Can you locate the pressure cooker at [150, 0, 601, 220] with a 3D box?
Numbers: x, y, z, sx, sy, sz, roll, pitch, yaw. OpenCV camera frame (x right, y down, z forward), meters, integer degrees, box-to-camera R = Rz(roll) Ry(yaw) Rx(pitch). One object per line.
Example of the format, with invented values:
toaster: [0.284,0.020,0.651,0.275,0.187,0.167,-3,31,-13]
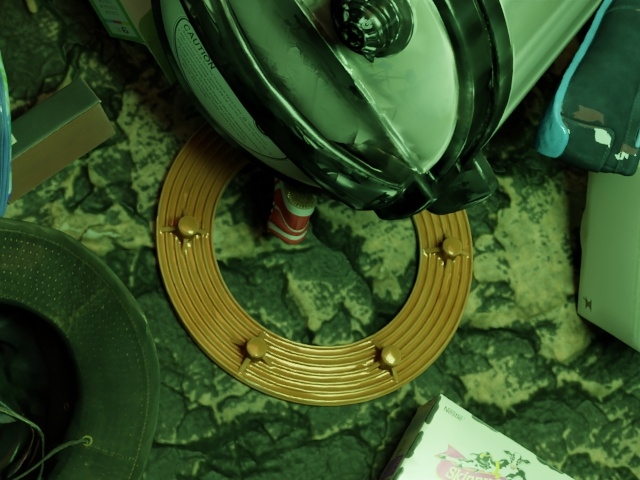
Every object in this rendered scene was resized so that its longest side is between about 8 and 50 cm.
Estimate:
pressure cooker: [0.046,-0.247,1.608,0.369,0.376,0.420,24,48,18]

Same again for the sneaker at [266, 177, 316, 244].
sneaker: [-0.031,-0.048,1.710,0.042,0.067,0.118,6,41,-12]

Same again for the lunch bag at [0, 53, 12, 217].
lunch bag: [-0.341,-0.133,1.583,0.090,0.176,0.219,-7,50,-19]

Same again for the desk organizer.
desk organizer: [-0.269,-0.097,1.677,0.130,0.050,0.047,-35,51,-9]

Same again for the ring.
ring: [0.000,0.000,1.737,0.336,0.032,0.337,5,70,-14]

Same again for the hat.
hat: [-0.296,0.146,1.544,0.331,0.134,0.331,0,87,-5]

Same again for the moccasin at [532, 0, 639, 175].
moccasin: [0.319,-0.179,1.743,0.116,0.138,0.342,27,56,7]

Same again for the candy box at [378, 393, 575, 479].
candy box: [0.129,0.276,1.662,0.165,0.070,0.196,32,67,-4]

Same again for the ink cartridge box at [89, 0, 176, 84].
ink cartridge box: [-0.181,-0.273,1.732,0.109,0.062,0.209,-49,130,-24]

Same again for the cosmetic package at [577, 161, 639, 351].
cosmetic package: [0.464,-0.005,1.778,0.365,0.155,0.197,-5,107,-19]
